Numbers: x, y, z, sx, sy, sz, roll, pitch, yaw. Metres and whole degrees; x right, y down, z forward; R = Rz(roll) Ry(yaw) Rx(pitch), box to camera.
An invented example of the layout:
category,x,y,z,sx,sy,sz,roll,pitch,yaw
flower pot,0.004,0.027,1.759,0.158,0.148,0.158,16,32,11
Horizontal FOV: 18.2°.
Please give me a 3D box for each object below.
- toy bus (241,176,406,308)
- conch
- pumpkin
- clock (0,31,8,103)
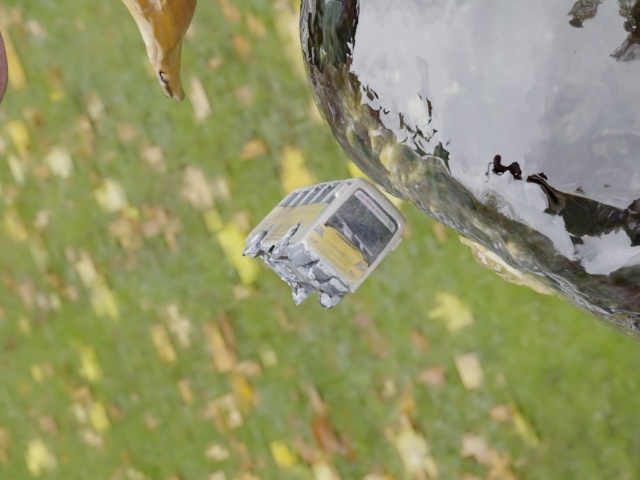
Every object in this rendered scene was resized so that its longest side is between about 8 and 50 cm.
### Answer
category,x,y,z,sx,sy,sz,roll,pitch,yaw
toy bus,0.000,0.000,2.352,0.097,0.138,0.342,45,169,-9
conch,-0.152,-0.235,1.859,0.109,0.093,0.330,37,166,28
pumpkin,0.205,-0.124,1.293,0.454,0.344,0.454,27,-177,-2
clock,-0.331,-0.177,1.520,0.244,0.056,0.244,48,-156,-29
